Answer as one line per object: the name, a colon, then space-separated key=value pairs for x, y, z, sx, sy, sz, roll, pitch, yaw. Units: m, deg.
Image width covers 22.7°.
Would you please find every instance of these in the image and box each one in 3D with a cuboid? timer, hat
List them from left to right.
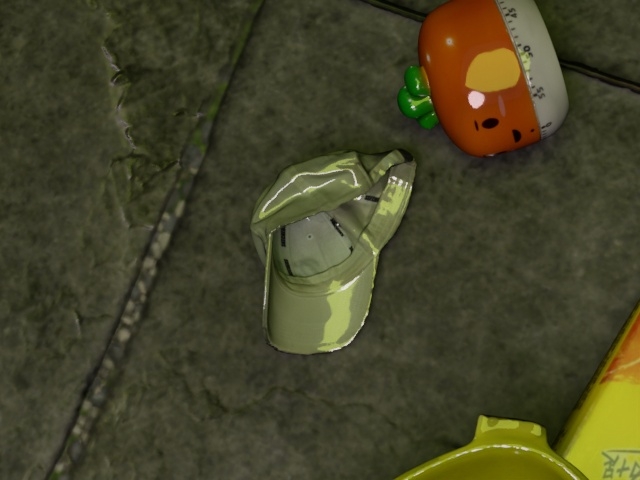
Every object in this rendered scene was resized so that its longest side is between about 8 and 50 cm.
hat: x=0.002 y=0.005 z=1.209 sx=0.122 sy=0.081 sz=0.166 roll=8 pitch=89 yaw=-31
timer: x=0.117 y=-0.125 z=1.211 sx=0.136 sy=0.099 sz=0.136 roll=-2 pitch=61 yaw=4

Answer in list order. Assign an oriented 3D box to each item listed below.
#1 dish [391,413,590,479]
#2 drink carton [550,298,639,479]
dish: x=0.116 y=0.254 z=0.984 sx=0.221 sy=0.108 sz=0.262 roll=-30 pitch=73 yaw=-1
drink carton: x=0.221 y=0.192 z=1.103 sx=0.154 sy=0.111 sz=0.351 roll=29 pitch=80 yaw=14
